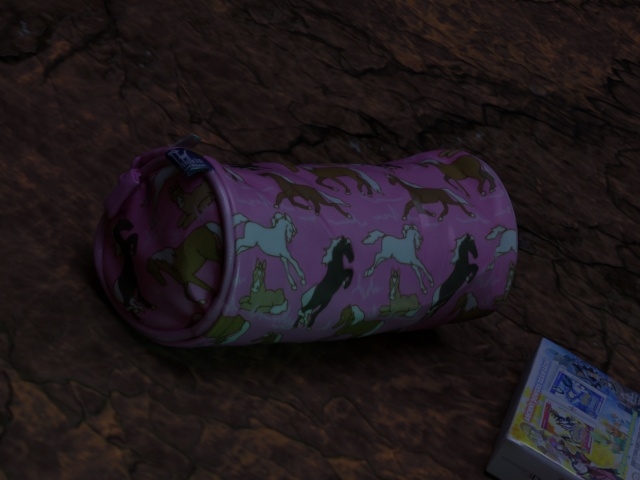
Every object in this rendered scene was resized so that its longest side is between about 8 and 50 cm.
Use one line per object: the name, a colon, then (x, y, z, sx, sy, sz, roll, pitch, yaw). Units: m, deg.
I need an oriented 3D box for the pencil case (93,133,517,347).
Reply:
pencil case: (0.000, 0.000, 1.645, 0.160, 0.167, 0.386, 2, 1, 43)

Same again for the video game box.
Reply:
video game box: (0.245, 0.184, 1.690, 0.187, 0.048, 0.205, 33, 25, 1)
